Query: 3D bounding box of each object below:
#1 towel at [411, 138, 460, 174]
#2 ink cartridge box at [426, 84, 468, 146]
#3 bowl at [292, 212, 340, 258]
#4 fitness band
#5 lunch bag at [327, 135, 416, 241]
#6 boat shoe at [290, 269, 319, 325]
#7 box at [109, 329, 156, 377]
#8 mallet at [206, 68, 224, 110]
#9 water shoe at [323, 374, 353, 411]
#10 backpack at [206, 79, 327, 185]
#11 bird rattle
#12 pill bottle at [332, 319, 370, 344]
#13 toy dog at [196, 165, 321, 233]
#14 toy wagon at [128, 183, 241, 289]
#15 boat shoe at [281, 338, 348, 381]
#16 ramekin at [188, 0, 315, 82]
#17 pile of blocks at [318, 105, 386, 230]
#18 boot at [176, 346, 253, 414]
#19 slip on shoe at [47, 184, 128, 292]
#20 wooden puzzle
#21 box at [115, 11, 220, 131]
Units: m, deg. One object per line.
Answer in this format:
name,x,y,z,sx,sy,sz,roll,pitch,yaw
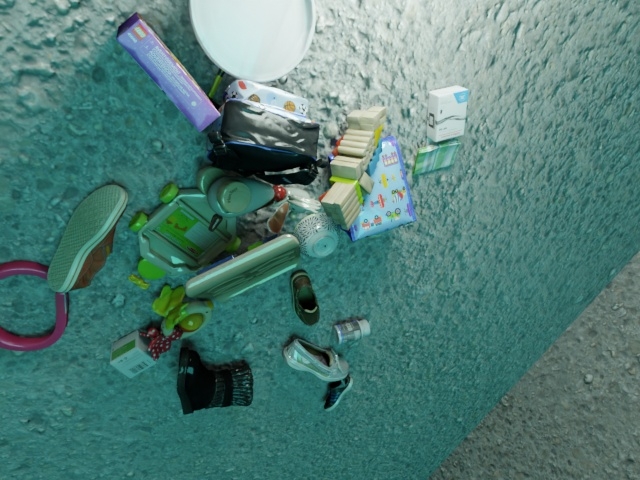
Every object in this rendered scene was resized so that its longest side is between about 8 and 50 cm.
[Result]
towel,0.381,-0.271,1.340,0.152,0.023,0.113,-17,143,-12
ink cartridge box,0.393,-0.377,1.269,0.104,0.060,0.180,-17,127,-12
bowl,0.000,0.000,1.339,0.170,0.080,0.170,-11,125,-17
fitness band,-0.824,0.187,1.133,0.209,0.054,0.290,6,118,-23
lunch bag,0.154,-0.177,1.269,0.221,0.138,0.293,-18,114,-9
boat shoe,-0.051,0.231,1.460,0.095,0.095,0.257,-23,128,-8
box,-0.605,0.367,1.319,0.101,0.087,0.102,-30,128,-2
mallet,-0.244,-0.394,1.004,0.062,0.039,0.189,29,103,-34
water shoe,0.063,0.679,1.836,0.080,0.073,0.203,34,101,-14
backpack,-0.157,-0.252,0.991,0.277,0.263,0.213,12,78,-30
bird rattle,-0.448,0.272,1.305,0.207,0.143,0.253,-4,128,-40
pill bottle,0.125,0.365,1.635,0.137,0.078,0.078,-11,125,-17
toy dog,-0.181,-0.086,1.117,0.334,0.220,0.161,14,106,-22
toy wagon,-0.412,0.002,1.173,0.344,0.068,0.267,-40,128,6
boat shoe,-0.001,0.477,1.635,0.320,0.118,0.103,28,112,-27
ramekin,-0.156,-0.497,0.899,0.273,0.127,0.272,-11,119,-20
pile of blocks,0.086,-0.214,1.165,0.149,0.113,0.362,35,74,-58
boot,-0.374,0.495,1.471,0.260,0.131,0.348,-3,134,-13
slip on shoe,-0.599,-0.004,1.075,0.331,0.123,0.101,-56,157,11
wooden puzzle,-0.217,0.078,1.220,0.322,0.080,0.348,-26,168,-6
box,-0.316,-0.353,0.833,0.057,0.293,0.201,-39,128,1
